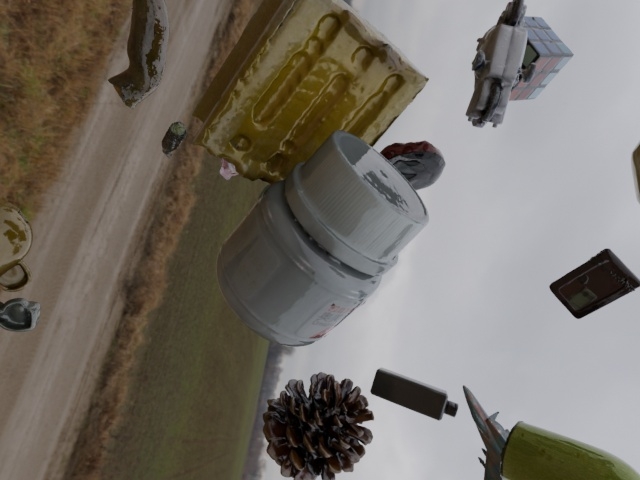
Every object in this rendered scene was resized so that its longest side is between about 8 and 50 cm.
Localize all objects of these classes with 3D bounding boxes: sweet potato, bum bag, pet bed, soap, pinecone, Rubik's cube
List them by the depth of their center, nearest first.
[{"bbox_3d":[-0.025,-0.248,0.802,0.335,0.293,0.156,-48,-143,27],"label":"soap"},{"bbox_3d":[-0.375,-0.413,0.941,0.085,0.112,0.286,-75,-175,-60],"label":"sweet potato"},{"bbox_3d":[0.617,0.100,1.023,0.159,0.109,0.026,-43,174,32],"label":"bum bag"},{"bbox_3d":[0.008,0.433,1.056,0.264,0.263,0.264,-169,-90,-86],"label":"pinecone"},{"bbox_3d":[0.206,-0.173,1.096,0.201,0.201,0.054,110,-26,-66],"label":"pet bed"},{"bbox_3d":[0.549,-0.497,1.236,0.162,0.160,0.163,62,-33,23],"label":"Rubik's cube"}]

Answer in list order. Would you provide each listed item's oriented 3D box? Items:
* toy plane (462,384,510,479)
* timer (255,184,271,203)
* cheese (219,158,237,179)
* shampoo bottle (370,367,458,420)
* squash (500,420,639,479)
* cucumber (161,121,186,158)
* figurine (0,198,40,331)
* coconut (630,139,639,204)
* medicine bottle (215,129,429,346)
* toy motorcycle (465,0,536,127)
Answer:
[{"bbox_3d":[0.457,0.516,1.136,0.223,0.104,0.327,-50,-126,45],"label":"toy plane"},{"bbox_3d":[-0.127,0.001,1.004,0.232,0.091,0.250,28,-76,65],"label":"timer"},{"bbox_3d":[-0.224,-0.314,1.379,0.286,0.074,0.189,-59,164,-10],"label":"cheese"},{"bbox_3d":[0.272,0.447,1.308,0.080,0.245,0.079,35,72,-73],"label":"shampoo bottle"},{"bbox_3d":[0.489,0.453,0.864,0.247,0.132,0.133,7,-96,45],"label":"squash"},{"bbox_3d":[-0.342,-0.228,1.035,0.163,0.043,0.039,-13,-124,58],"label":"cucumber"},{"bbox_3d":[-0.631,0.033,0.753,0.167,0.284,0.343,48,-12,46],"label":"figurine"},{"bbox_3d":[0.724,-0.132,0.867,0.224,0.224,0.225,-169,-90,-86],"label":"coconut"},{"bbox_3d":[0.000,0.000,0.744,0.306,0.245,0.245,-47,-161,26],"label":"medicine bottle"},{"bbox_3d":[0.359,-0.350,0.922,0.171,0.110,0.261,59,46,-82],"label":"toy motorcycle"}]
